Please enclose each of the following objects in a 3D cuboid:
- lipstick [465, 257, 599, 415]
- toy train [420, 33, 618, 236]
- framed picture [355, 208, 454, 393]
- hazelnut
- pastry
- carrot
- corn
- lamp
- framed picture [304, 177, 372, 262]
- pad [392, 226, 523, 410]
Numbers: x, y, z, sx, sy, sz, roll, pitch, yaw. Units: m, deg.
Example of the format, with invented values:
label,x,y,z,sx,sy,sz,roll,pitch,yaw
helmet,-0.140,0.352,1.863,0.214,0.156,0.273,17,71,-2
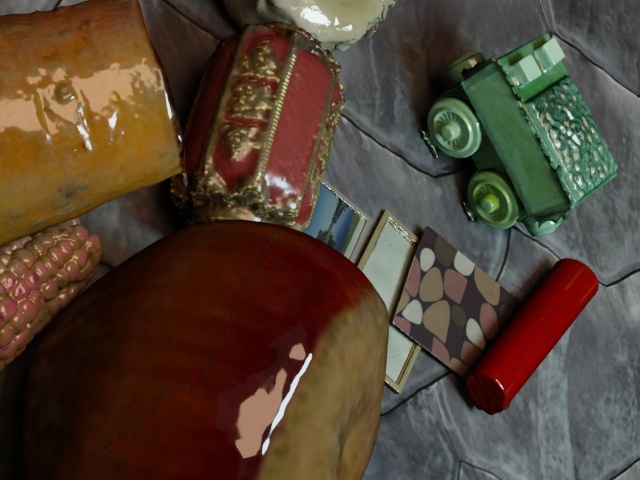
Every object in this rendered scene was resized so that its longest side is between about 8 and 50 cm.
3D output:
label,x,y,z,sx,sy,sz,roll,pitch,yaw
lipstick,0.289,0.124,1.650,0.279,0.073,0.073,-43,104,-39
toy train,0.269,-0.139,1.642,0.159,0.188,0.272,-31,95,-40
framed picture,0.091,0.077,1.558,0.136,0.010,0.201,41,55,-20
hazelnut,-0.108,0.177,1.186,0.359,0.359,0.409,42,59,-21
pastry,-0.020,-0.351,1.523,0.264,0.133,0.265,9,76,-37
carrot,-0.305,-0.103,1.134,0.340,0.224,0.224,-17,87,-14
corn,-0.345,0.085,1.153,0.127,0.126,0.335,52,51,-13
lamp,-0.072,-0.116,1.395,0.177,0.177,0.274,29,63,-28
framed picture,0.000,0.000,1.509,0.109,0.011,0.149,39,57,-23
pad,0.196,0.104,1.625,0.235,0.003,0.158,38,57,-27
